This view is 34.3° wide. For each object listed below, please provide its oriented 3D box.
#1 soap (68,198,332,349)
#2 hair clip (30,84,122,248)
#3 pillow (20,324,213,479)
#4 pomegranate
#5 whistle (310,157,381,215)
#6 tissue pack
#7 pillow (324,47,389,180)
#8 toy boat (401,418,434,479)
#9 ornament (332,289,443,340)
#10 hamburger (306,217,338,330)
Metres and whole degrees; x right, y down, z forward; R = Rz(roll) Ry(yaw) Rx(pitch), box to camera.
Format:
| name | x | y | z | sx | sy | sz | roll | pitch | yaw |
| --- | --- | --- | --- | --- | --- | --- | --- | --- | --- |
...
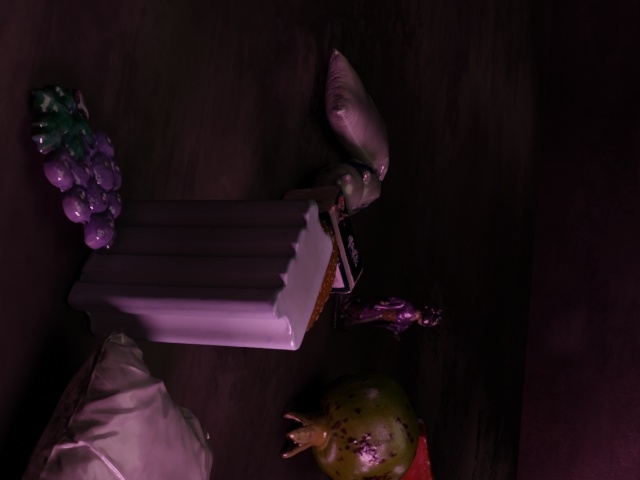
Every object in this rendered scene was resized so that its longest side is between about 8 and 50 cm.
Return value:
| name | x | y | z | sx | sy | sz | roll | pitch | yaw |
| --- | --- | --- | --- | --- | --- | --- | --- | --- | --- |
| soap | -0.134 | 0.035 | 1.179 | 0.088 | 0.265 | 0.160 | 65 | 34 | -45 |
| hair clip | -0.271 | -0.082 | 1.149 | 0.124 | 0.052 | 0.195 | -67 | 141 | -60 |
| pillow | -0.228 | 0.279 | 1.134 | 0.283 | 0.138 | 0.310 | 60 | 41 | -49 |
| pomegranate | 0.050 | 0.320 | 1.760 | 0.263 | 0.211 | 0.211 | 7 | 90 | -22 |
| whistle | 0.047 | -0.094 | 1.822 | 0.092 | 0.110 | 0.244 | 57 | 24 | 8 |
| tissue pack | 0.000 | 0.001 | 1.702 | 0.090 | 0.103 | 0.170 | -67 | 149 | -50 |
| pillow | 0.065 | -0.225 | 1.883 | 0.254 | 0.078 | 0.144 | 51 | 36 | -57 |
| toy boat | 0.157 | 0.507 | 2.072 | 0.133 | 0.145 | 0.332 | -110 | -165 | -74 |
| ornament | 0.123 | 0.141 | 1.878 | 0.088 | 0.203 | 0.081 | 16 | 84 | -61 |
| hamburger | -0.055 | 0.053 | 1.553 | 0.215 | 0.122 | 0.189 | -49 | 137 | -53 |
